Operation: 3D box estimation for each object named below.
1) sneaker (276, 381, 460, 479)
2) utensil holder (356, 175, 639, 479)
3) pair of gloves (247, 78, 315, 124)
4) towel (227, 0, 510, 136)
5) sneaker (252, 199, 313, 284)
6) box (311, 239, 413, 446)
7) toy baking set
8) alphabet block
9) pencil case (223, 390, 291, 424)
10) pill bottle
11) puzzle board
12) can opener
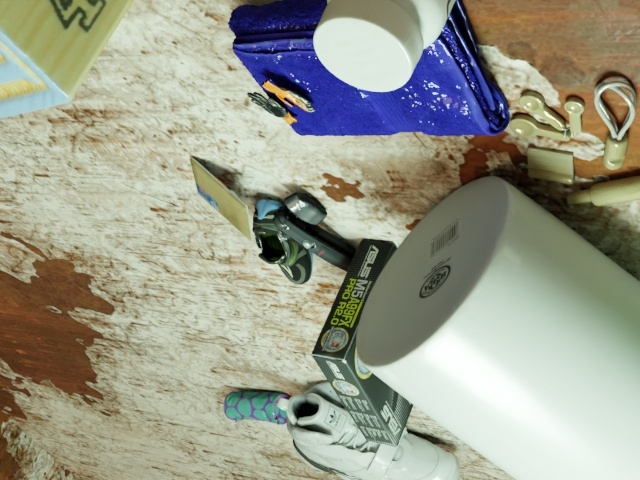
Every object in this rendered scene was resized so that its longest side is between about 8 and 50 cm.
[{"bbox_3d":[0.082,0.391,2.362,0.366,0.137,0.210,11,151,30],"label":"sneaker"},{"bbox_3d":[0.286,0.147,1.611,0.385,0.327,0.327,36,150,-17],"label":"utensil holder"},{"bbox_3d":[-0.049,-0.174,1.515,0.074,0.010,0.083,30,159,-19],"label":"pair of gloves"},{"bbox_3d":[0.054,-0.199,1.467,0.308,0.076,0.227,3,144,34],"label":"towel"},{"bbox_3d":[-0.067,0.014,1.909,0.067,0.078,0.188,5,147,24],"label":"sneaker"},{"bbox_3d":[0.093,0.163,1.894,0.060,0.216,0.270,6,146,29],"label":"box"},{"bbox_3d":[0.337,-0.111,1.443,0.256,0.030,0.197,-6,139,43],"label":"toy baking set"},{"bbox_3d":[-0.383,-0.293,1.519,0.192,0.197,0.193,-4,140,40],"label":"alphabet block"},{"bbox_3d":[-0.129,0.350,2.531,0.152,0.064,0.070,-1,117,39],"label":"pencil case"},{"bbox_3d":[0.078,-0.261,1.193,0.121,0.221,0.121,19,150,11],"label":"pill bottle"},{"bbox_3d":[-0.150,-0.064,1.866,0.128,0.011,0.096,42,159,24],"label":"puzzle board"},{"bbox_3d":[0.000,0.000,1.848,0.073,0.059,0.186,-25,129,35],"label":"can opener"}]
